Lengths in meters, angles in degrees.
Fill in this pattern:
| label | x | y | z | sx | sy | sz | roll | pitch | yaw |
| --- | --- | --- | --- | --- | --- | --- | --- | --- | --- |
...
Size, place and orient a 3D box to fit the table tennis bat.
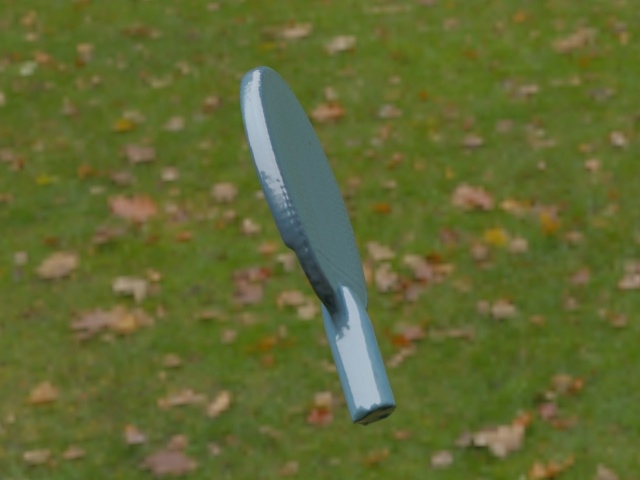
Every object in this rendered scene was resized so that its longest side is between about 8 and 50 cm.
| label | x | y | z | sx | sy | sz | roll | pitch | yaw |
| --- | --- | --- | --- | --- | --- | --- | --- | --- | --- |
| table tennis bat | 0.000 | 0.000 | 0.710 | 0.019 | 0.155 | 0.100 | -22 | -21 | 11 |
